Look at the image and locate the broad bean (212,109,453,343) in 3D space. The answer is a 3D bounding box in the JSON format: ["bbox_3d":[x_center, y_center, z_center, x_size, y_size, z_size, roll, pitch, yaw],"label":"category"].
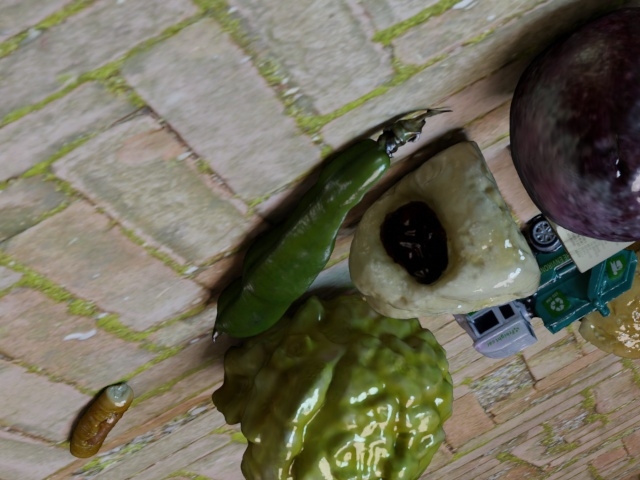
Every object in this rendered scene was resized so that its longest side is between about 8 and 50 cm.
[{"bbox_3d":[-0.007,0.001,1.460,0.098,0.056,0.318,-5,148,-49],"label":"broad bean"}]

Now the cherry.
[{"bbox_3d":[0.244,-0.087,1.384,0.195,0.195,0.195,-25,161,-9],"label":"cherry"}]

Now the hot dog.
[{"bbox_3d":[-0.220,0.183,1.681,0.044,0.028,0.137,-7,154,-33],"label":"hot dog"}]

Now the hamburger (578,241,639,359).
[{"bbox_3d":[0.417,0.049,2.058,0.155,0.135,0.208,-11,153,-45],"label":"hamburger"}]

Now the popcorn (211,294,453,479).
[{"bbox_3d":[0.005,0.162,1.679,0.259,0.259,0.212,-37,135,24],"label":"popcorn"}]

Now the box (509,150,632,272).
[{"bbox_3d":[0.289,-0.066,1.639,0.168,0.095,0.212,-29,162,7],"label":"box"}]

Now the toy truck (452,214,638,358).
[{"bbox_3d":[0.247,0.048,1.841,0.216,0.116,0.110,-31,161,8],"label":"toy truck"}]

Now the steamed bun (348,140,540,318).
[{"bbox_3d":[0.103,0.010,1.515,0.155,0.141,0.172,-26,165,6],"label":"steamed bun"}]
